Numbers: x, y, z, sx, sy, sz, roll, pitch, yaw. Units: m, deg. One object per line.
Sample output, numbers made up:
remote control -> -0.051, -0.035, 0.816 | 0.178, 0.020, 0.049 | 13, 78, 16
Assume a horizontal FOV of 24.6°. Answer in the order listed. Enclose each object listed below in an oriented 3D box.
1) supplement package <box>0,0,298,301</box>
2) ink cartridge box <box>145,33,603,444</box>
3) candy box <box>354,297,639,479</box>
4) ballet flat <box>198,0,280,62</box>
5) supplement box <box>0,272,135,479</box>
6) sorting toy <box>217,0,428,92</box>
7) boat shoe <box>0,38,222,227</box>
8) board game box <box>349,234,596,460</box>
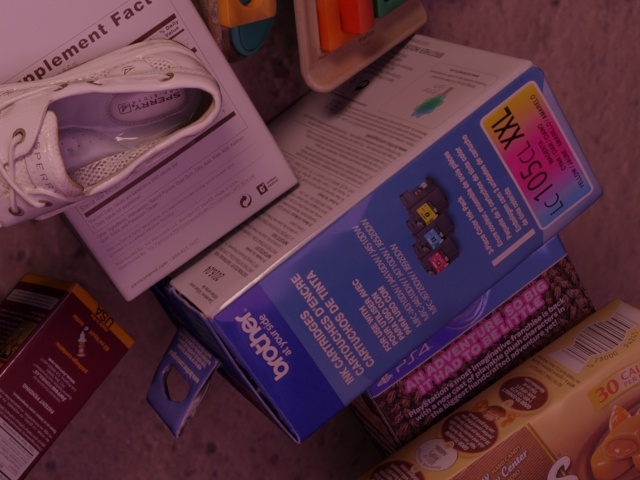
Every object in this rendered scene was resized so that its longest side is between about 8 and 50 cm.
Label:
supplement package -> -0.183, -0.133, 1.181 | 0.175, 0.177, 0.293 | -35, 116, -8
ink cartridge box -> 0.000, 0.000, 1.254 | 0.395, 0.270, 0.151 | -37, 114, -10
candy box -> 0.204, 0.217, 1.355 | 0.316, 0.087, 0.183 | -33, 117, -12
ballet flat -> -0.070, -0.301, 1.212 | 0.107, 0.106, 0.316 | 28, 74, -66
supplement box -> -0.261, 0.126, 1.242 | 0.081, 0.104, 0.188 | 49, 67, -27
sorting toy -> 0.039, -0.243, 1.234 | 0.348, 0.047, 0.196 | -39, 130, -42
boat shoe -> -0.199, -0.064, 1.043 | 0.277, 0.096, 0.098 | -27, 115, -10
board game box -> 0.162, 0.148, 1.447 | 0.232, 0.141, 0.291 | -35, 117, -11
